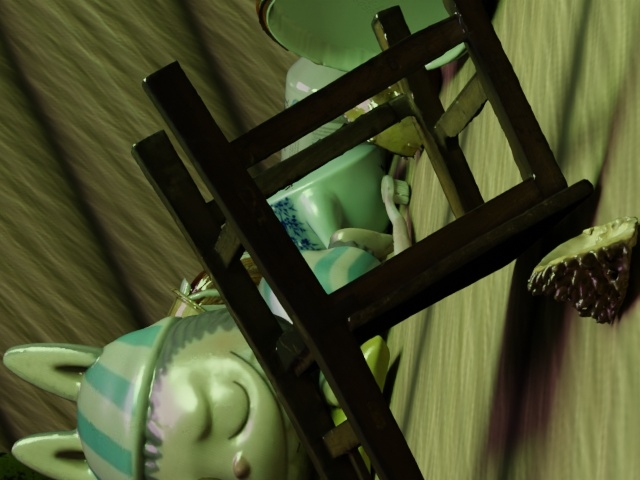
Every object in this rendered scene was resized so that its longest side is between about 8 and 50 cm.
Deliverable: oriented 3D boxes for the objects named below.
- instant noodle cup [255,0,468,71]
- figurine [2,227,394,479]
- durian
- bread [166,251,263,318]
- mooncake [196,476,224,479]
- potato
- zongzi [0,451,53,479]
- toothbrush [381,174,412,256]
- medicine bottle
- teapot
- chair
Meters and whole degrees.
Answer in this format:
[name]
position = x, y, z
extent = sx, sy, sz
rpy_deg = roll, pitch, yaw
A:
[instant noodle cup]
position = 0.059, -0.314, 1.853
extent = 0.296, 0.296, 0.214
rpy_deg = 121, 156, -68
[figurine]
position = -0.128, 0.125, 1.810
extent = 0.266, 0.377, 0.361
rpy_deg = 113, 170, -47
[durian]
position = 0.155, 0.012, 1.059
extent = 0.130, 0.052, 0.066
rpy_deg = 178, 111, -84
[bread]
position = -0.083, 0.114, 2.188
extent = 0.212, 0.224, 0.142
rpy_deg = -52, 6, -7
[mooncake]
position = -0.066, 0.370, 1.482
extent = 0.324, 0.187, 0.324
rpy_deg = -165, 90, -83
[potato]
position = 0.088, -0.182, 2.017
extent = 0.172, 0.100, 0.089
rpy_deg = -76, 11, -52
[zongzi]
position = -0.329, 0.403, 1.897
extent = 0.362, 0.319, 0.383
rpy_deg = 169, 100, -73
[toothbrush]
position = 0.088, -0.007, 1.869
extent = 0.307, 0.029, 0.025
rpy_deg = -94, 19, -67
[medicine bottle]
position = 0.023, -0.173, 2.197
extent = 0.135, 0.135, 0.215
rpy_deg = -86, 0, -63
[teapot]
position = 0.021, -0.027, 2.060
extent = 0.232, 0.159, 0.159
rpy_deg = -44, -27, -76
[chair]
position = 0.075, 0.036, 1.229
extent = 0.240, 0.416, 0.203
rpy_deg = -29, -7, -16
